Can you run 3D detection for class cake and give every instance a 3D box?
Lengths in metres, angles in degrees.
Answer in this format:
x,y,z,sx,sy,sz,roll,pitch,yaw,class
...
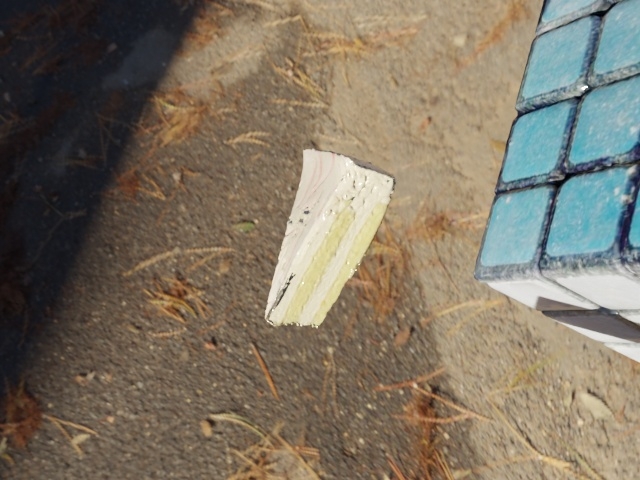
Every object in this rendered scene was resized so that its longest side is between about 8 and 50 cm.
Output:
x,y,z,sx,sy,sz,roll,pitch,yaw,class
0.000,0.000,0.533,0.065,0.052,0.121,38,106,53,cake

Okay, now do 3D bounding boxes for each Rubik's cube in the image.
x,y,z,sx,sy,sz,roll,pitch,yaw,class
0.388,-0.068,0.658,0.344,0.343,0.337,-13,55,60,Rubik's cube
